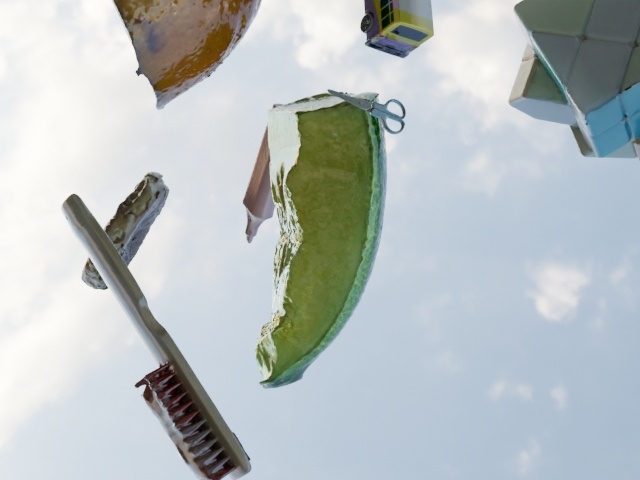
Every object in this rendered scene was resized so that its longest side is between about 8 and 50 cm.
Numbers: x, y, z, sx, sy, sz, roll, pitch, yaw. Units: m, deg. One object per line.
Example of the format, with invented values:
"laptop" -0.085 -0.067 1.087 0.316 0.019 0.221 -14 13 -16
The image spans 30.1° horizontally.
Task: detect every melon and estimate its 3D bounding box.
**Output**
"melon" 0.000 0.000 1.277 0.124 0.196 0.323 3 -84 -11

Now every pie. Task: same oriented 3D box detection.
"pie" -0.277 -0.015 1.707 0.046 0.195 0.195 30 -105 0

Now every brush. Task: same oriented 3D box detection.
"brush" -0.175 0.102 1.166 0.050 0.060 0.321 -30 -94 -26

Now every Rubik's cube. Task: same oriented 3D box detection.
"Rubik's cube" 0.356 -0.198 1.409 0.265 0.213 0.224 -29 -118 9

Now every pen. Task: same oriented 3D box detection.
"pen" -0.070 -0.081 1.554 0.053 0.032 0.197 50 -50 46

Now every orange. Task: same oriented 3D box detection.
"orange" -0.178 -0.277 1.171 0.274 0.274 0.310 -8 -148 25

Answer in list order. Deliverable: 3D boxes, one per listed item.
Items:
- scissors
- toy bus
"scissors" 0.043 -0.124 1.100 0.006 0.083 0.036 -32 -136 59
"toy bus" 0.069 -0.225 1.079 0.058 0.052 0.102 -28 -123 49
